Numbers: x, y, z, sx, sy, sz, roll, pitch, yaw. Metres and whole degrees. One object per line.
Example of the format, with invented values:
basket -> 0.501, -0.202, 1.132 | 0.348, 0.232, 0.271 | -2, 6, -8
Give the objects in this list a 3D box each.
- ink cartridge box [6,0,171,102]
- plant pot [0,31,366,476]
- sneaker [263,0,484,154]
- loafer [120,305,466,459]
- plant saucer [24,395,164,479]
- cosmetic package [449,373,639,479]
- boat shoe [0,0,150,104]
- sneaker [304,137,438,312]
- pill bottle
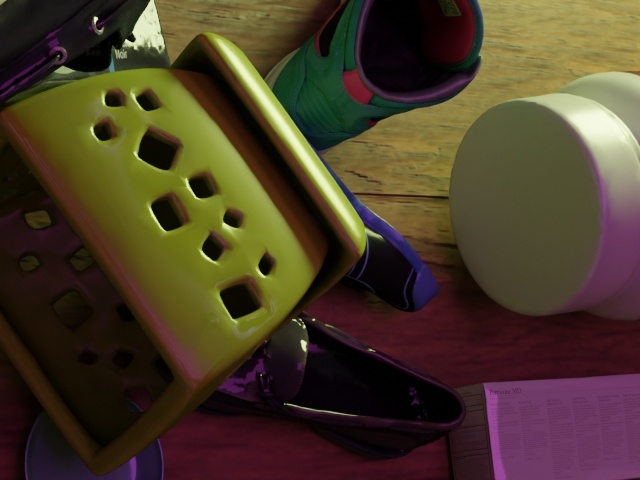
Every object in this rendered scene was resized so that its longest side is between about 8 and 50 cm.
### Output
ink cartridge box -> -0.220, -0.272, 1.383 | 0.165, 0.065, 0.332 | -14, 88, -57
plant pot -> -0.113, 0.001, 1.291 | 0.207, 0.228, 0.227 | -33, 85, -33
sneaker -> 0.078, -0.196, 1.546 | 0.124, 0.178, 0.295 | 48, 56, -19
loafer -> -0.014, 0.098, 1.461 | 0.302, 0.095, 0.109 | 22, 67, -32
plant saucer -> -0.174, 0.170, 1.371 | 0.119, 0.021, 0.119 | 9, 74, -35
cosmetic package -> 0.222, 0.173, 1.645 | 0.239, 0.060, 0.099 | 1, 81, -37
boat shoe -> -0.182, -0.161, 1.249 | 0.340, 0.127, 0.113 | -45, 135, -51
sneaker -> 0.000, 0.000, 1.515 | 0.232, 0.081, 0.090 | 44, 78, -27
pill bottle -> 0.321, -0.048, 1.669 | 0.392, 0.224, 0.224 | -8, 84, -39
